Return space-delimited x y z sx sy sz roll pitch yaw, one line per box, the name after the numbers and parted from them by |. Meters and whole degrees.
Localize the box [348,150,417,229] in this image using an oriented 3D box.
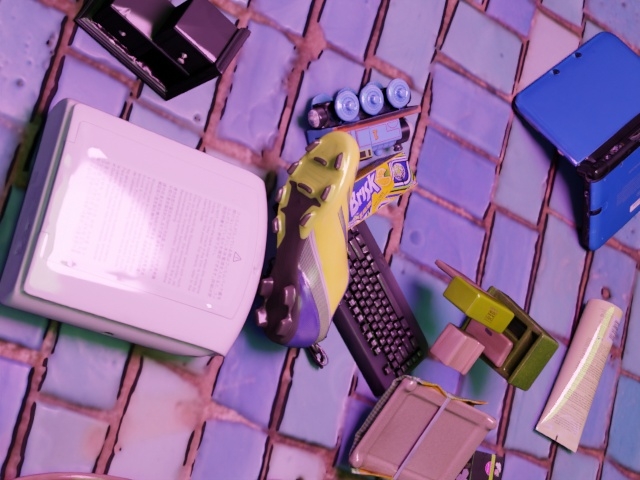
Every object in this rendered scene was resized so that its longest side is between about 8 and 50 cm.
0.057 -0.065 1.512 0.169 0.059 0.054 -34 104 -39 | box

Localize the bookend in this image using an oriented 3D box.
-0.194 -0.262 1.334 0.156 0.157 0.072 41 64 -24 | bookend

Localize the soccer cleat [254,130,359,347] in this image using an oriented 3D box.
-0.001 0.000 1.416 0.121 0.093 0.289 8 100 -46 | soccer cleat

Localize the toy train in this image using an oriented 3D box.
0.062 -0.167 1.545 0.184 0.080 0.105 -19 104 -36 | toy train

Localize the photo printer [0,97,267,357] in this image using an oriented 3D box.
-0.208 -0.003 1.324 0.307 0.107 0.256 20 73 -31 | photo printer

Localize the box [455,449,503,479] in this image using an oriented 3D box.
0.226 0.353 1.606 0.062 0.052 0.083 19 76 -31 | box

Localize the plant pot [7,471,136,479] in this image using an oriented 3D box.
-0.258 0.405 1.181 0.263 0.263 0.229 9 96 -33 | plant pot

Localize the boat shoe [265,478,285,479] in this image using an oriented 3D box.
-0.029 0.480 1.383 0.127 0.113 0.340 7 81 -34 | boat shoe

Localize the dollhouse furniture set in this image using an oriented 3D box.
0.160 0.197 1.556 0.197 0.151 0.302 29 99 -33 | dollhouse furniture set

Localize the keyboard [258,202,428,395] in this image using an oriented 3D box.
0.027 0.075 1.519 0.201 0.033 0.317 -36 103 -31 | keyboard

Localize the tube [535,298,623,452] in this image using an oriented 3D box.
0.418 0.212 1.752 0.070 0.062 0.240 19 75 15 | tube

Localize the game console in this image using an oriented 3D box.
0.475 -0.172 1.849 0.293 0.173 0.250 -36 135 -31 | game console
